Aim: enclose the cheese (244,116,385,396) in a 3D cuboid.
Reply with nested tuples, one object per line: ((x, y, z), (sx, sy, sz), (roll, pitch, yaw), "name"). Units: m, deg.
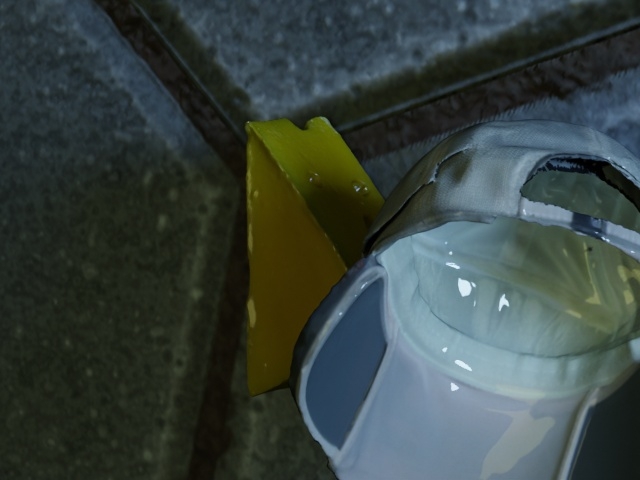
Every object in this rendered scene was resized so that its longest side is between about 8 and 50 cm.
((0.000, 0.000, 1.327), (0.126, 0.093, 0.171), (-25, 80, 40), "cheese")

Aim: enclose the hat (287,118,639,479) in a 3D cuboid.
((0.113, 0.057, 1.201), (0.232, 0.161, 0.275), (20, 110, 3), "hat")
